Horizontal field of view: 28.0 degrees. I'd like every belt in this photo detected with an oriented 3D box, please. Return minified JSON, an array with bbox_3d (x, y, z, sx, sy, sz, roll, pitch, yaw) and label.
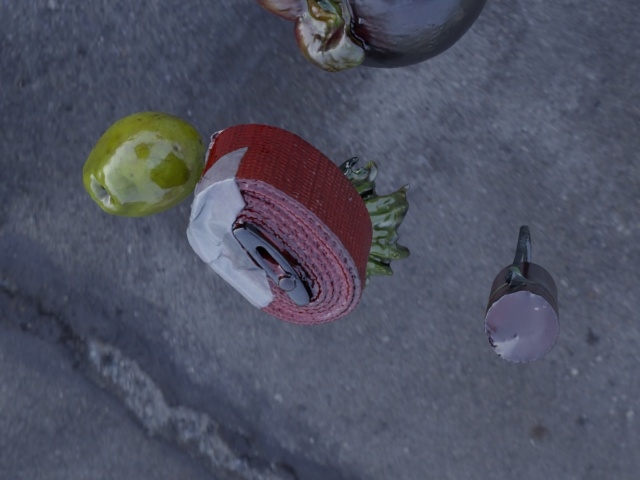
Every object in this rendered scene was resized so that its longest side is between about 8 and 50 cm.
[{"bbox_3d":[-0.038,-0.009,1.221,0.128,0.124,0.201,-31,117,29],"label":"belt"}]

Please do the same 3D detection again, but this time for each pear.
[{"bbox_3d":[-0.173,-0.078,1.280,0.131,0.107,0.107,-35,118,-31],"label":"pear"}]

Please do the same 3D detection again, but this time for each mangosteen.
[{"bbox_3d":[0.064,-0.329,1.516,0.288,0.288,0.288,-4,112,-10],"label":"mangosteen"}]

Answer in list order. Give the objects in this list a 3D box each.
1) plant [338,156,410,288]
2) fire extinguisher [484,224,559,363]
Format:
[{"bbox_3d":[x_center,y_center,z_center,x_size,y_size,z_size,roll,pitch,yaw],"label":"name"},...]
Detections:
[{"bbox_3d":[-0.024,-0.025,1.613,0.251,0.180,0.333,-45,156,6],"label":"plant"},{"bbox_3d":[0.127,0.032,0.799,0.045,0.157,0.078,4,97,10],"label":"fire extinguisher"}]
